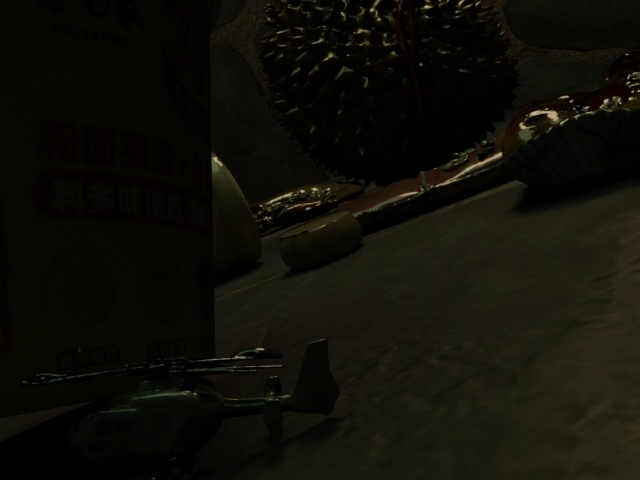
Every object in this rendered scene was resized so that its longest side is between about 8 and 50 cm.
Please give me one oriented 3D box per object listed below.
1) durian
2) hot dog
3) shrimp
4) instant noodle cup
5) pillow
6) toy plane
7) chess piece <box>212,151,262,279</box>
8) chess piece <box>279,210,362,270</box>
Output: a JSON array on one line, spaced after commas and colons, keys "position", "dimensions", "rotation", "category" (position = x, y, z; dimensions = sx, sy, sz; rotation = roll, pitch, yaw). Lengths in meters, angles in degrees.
[{"position": [0.098, -0.245, 1.105], "dimensions": [0.384, 0.347, 0.347], "rotation": [24, 36, 38], "category": "durian"}, {"position": [0.241, -0.107, 0.667], "dimensions": [0.162, 0.082, 0.270], "rotation": [-20, 7, 29], "category": "hot dog"}, {"position": [-0.032, -0.057, 1.320], "dimensions": [0.253, 0.058, 0.173], "rotation": [-23, 14, -29], "category": "shrimp"}, {"position": [-0.185, -0.019, 0.406], "dimensions": [0.311, 0.221, 0.311], "rotation": [-10, -7, -1], "category": "instant noodle cup"}, {"position": [0.120, -0.061, 0.857], "dimensions": [0.232, 0.043, 0.126], "rotation": [-21, 7, 7], "category": "pillow"}, {"position": [-0.052, 0.067, 0.297], "dimensions": [0.120, 0.049, 0.031], "rotation": [-4, 5, -5], "category": "toy plane"}, {"position": [-0.233, 0.024, 0.911], "dimensions": [0.299, 0.167, 0.167], "rotation": [-30, 9, -18], "category": "chess piece"}, {"position": [0.000, 0.000, 0.752], "dimensions": [0.083, 0.038, 0.083], "rotation": [-19, 5, 2], "category": "chess piece"}]
